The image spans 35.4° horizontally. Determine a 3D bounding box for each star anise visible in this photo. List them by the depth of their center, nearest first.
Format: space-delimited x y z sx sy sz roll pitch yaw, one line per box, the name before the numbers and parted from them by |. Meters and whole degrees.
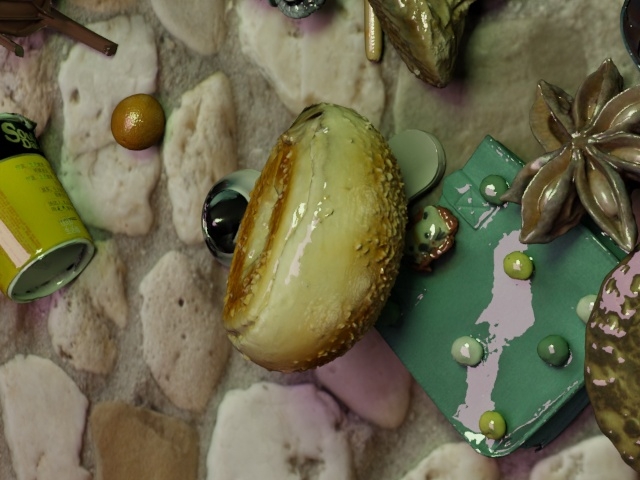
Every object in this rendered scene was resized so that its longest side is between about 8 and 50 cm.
star anise | 0.277 -0.082 0.974 0.197 0.073 0.212 9 71 42

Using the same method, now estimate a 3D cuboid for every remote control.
remote control | 0.051 -0.052 1.227 0.245 0.022 0.077 -35 74 32

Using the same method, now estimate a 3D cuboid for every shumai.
shumai | 0.128 -0.279 1.105 0.153 0.161 0.209 -32 52 10

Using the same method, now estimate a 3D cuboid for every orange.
orange | -0.258 -0.168 1.418 0.085 0.085 0.084 1 92 36

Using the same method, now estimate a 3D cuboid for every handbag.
handbag | 0.190 0.068 1.082 0.274 0.100 0.268 48 118 24

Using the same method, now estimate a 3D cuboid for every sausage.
sausage | 0.064 -0.282 1.210 0.024 0.024 0.132 -1 90 36

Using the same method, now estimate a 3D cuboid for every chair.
chair | -0.457 -0.390 1.490 0.327 0.183 0.175 26 106 32

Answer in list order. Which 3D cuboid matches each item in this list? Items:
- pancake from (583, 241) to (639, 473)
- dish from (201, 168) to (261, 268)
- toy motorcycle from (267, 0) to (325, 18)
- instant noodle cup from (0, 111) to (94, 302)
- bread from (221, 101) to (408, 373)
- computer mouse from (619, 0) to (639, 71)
pancake | 0.389 0.104 0.933 0.286 0.033 0.288 -15 99 16
dish | -0.120 -0.025 1.318 0.141 0.078 0.141 1 92 37
toy motorcycle | -0.062 -0.418 1.250 0.173 0.108 0.307 -7 85 41
instant noodle cup | -0.463 -0.041 1.509 0.236 0.216 0.215 51 119 14
bread | 0.000 0.000 1.107 0.305 0.159 0.305 -163 90 -78
computer mouse | 0.386 -0.235 0.933 0.233 0.096 0.137 -46 67 27
